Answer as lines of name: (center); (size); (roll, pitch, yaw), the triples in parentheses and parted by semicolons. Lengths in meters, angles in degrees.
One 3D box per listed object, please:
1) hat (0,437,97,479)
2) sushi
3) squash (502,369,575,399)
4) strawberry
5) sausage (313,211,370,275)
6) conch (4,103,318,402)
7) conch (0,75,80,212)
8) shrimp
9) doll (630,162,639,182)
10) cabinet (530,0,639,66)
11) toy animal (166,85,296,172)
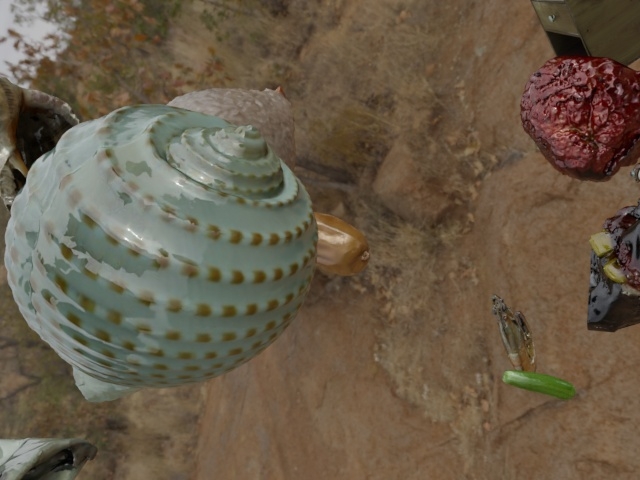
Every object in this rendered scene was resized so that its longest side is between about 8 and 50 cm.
hat: (-0.276, 0.152, 0.339); (0.168, 0.258, 0.301); (-27, 33, 2)
sushi: (0.408, 0.013, 0.712); (0.172, 0.150, 0.153); (2, 60, 27)
squash: (0.253, 0.165, 0.703); (0.027, 0.089, 0.027); (-166, 90, -82)
strawberry: (0.535, -0.236, 1.231); (0.274, 0.274, 0.220); (-32, 22, 54)
sausage: (0.000, 0.001, 1.368); (0.136, 0.241, 0.120); (50, -121, -76)
conch: (-0.172, 0.006, 0.562); (0.319, 0.215, 0.303); (-43, 61, 5)
conch: (-0.524, -0.153, 1.015); (0.159, 0.210, 0.291); (-19, 93, 30)
shrimp: (0.469, 0.220, 1.462); (0.052, 0.251, 0.143); (-9, 28, 34)
doll: (0.558, -0.128, 1.018); (0.058, 0.040, 0.085); (-112, 27, -57)
cabinet: (0.572, -0.477, 1.300); (0.148, 0.215, 0.175); (-34, 24, 7)
toy animal: (-0.162, -0.108, 0.904); (0.358, 0.226, 0.188); (-62, 9, -27)
